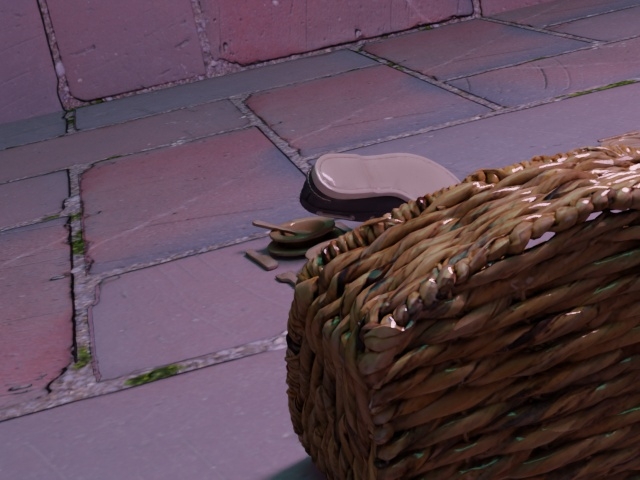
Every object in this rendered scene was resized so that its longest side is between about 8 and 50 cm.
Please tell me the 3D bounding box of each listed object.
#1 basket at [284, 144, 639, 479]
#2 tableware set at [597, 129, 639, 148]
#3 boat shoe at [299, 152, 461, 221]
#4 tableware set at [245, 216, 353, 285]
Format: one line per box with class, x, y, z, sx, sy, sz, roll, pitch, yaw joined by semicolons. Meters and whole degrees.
basket;0.129;0.046;0.708;0.299;0.214;0.223;-15;19;-12
tableware set;0.417;-0.119;1.362;0.141;0.020;0.169;-9;18;7
boat shoe;0.070;-0.052;1.252;0.206;0.075;0.065;4;-35;-30
tableware set;0.000;0.000;1.216;0.128;0.039;0.194;-18;19;-20
